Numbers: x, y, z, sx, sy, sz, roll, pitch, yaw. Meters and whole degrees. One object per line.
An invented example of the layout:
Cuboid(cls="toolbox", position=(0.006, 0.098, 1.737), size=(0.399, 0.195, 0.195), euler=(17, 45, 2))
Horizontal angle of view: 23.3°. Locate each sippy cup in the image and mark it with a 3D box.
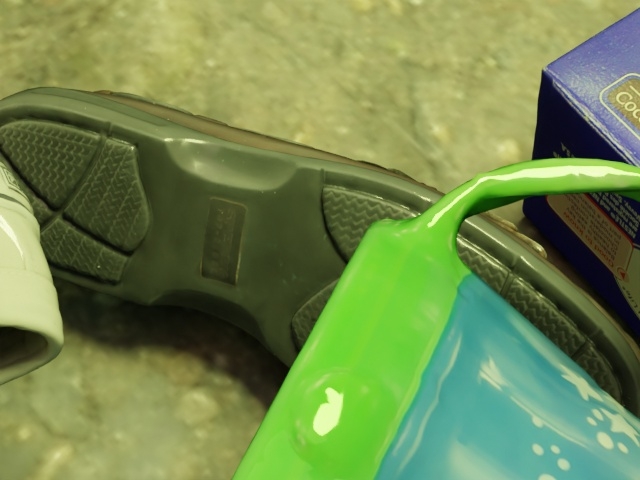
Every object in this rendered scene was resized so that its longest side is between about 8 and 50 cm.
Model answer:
Cuboid(cls="sippy cup", position=(0.062, 0.144, 0.513), size=(0.224, 0.305, 0.240), euler=(27, 34, 2))

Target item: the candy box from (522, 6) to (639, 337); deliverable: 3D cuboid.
Cuboid(cls="candy box", position=(0.293, -0.031, 0.668), size=(0.317, 0.122, 0.268), euler=(-32, 63, -17))

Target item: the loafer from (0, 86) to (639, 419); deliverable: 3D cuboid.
Cuboid(cls="loafer", position=(0.000, 0.000, 0.660), size=(0.302, 0.109, 0.095), euler=(22, 26, 12))

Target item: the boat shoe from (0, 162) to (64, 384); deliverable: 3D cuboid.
Cuboid(cls="boat shoe", position=(-0.220, 0.050, 0.534), size=(0.267, 0.096, 0.088), euler=(-16, 56, -19))
